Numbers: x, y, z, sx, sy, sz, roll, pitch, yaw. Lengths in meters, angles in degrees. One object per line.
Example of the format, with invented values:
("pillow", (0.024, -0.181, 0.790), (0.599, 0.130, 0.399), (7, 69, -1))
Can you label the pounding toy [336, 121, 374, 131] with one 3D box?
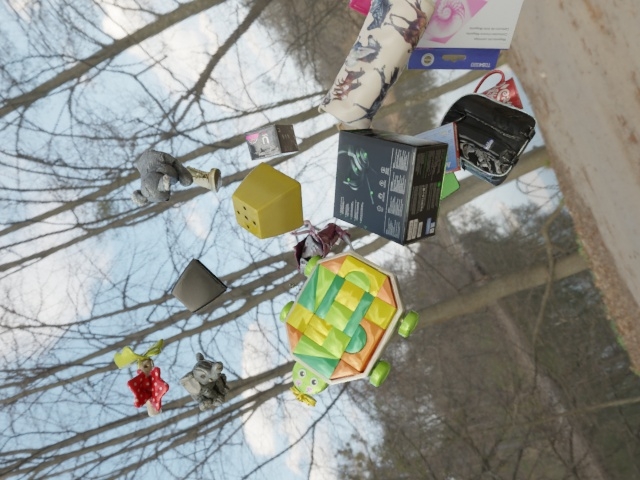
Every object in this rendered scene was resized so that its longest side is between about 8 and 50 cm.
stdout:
("pounding toy", (0.154, -0.496, 1.926), (0.181, 0.094, 0.206), (67, 156, 3))

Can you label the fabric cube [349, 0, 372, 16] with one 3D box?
("fabric cube", (0.279, -0.922, 1.609), (0.254, 0.258, 0.259), (17, -114, -20))

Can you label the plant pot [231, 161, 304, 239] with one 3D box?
("plant pot", (-0.205, -0.128, 1.745), (0.212, 0.187, 0.212), (31, 143, 30))

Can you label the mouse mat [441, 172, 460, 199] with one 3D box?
("mouse mat", (0.396, -0.189, 1.681), (0.152, 0.190, 0.007), (51, -173, -37))

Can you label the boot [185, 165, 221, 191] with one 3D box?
("boot", (-0.525, -0.286, 2.085), (0.213, 0.165, 0.077), (129, 162, -74))

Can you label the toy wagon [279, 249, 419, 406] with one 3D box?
("toy wagon", (0.034, 0.200, 1.007), (0.267, 0.344, 0.068), (29, 180, 25))

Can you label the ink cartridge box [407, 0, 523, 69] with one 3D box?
("ink cartridge box", (0.464, -0.698, 1.505), (0.071, 0.324, 0.330), (-99, 9, -50))

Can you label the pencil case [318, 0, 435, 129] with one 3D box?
("pencil case", (0.146, -0.511, 1.339), (0.183, 0.410, 0.160), (41, -154, 23))

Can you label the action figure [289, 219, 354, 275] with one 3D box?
("action figure", (0.000, 0.000, 2.163), (0.275, 0.248, 0.370), (57, -144, -8))

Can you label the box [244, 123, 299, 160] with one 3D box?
("box", (-0.232, -0.480, 2.297), (0.270, 0.165, 0.143), (-41, -61, -70))

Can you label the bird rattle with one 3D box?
("bird rattle", (-0.478, 0.404, 1.338), (0.253, 0.143, 0.206), (37, 137, 47))

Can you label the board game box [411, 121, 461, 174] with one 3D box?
("board game box", (0.282, -0.244, 1.423), (0.027, 0.281, 0.145), (15, -111, -48))

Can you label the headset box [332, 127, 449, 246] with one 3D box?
("headset box", (0.165, -0.152, 1.232), (0.131, 0.283, 0.246), (-15, -63, -39))

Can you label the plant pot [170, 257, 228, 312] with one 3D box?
("plant pot", (-0.510, 0.198, 1.961), (0.188, 0.167, 0.187), (43, 172, -4))

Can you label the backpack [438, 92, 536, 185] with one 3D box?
("backpack", (0.485, -0.311, 1.422), (0.253, 0.225, 0.191), (32, 180, 12))

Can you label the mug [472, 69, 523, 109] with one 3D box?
("mug", (0.581, -0.478, 1.602), (0.113, 0.169, 0.150), (35, -138, -50))

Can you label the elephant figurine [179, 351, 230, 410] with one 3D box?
("elephant figurine", (-0.435, 0.500, 1.759), (0.169, 0.186, 0.239), (-116, 13, -51))

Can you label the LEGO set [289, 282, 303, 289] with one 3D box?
("LEGO set", (-0.114, 0.209, 2.177), (0.083, 0.054, 0.023), (41, -131, -57))

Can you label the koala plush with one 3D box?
("koala plush", (-0.633, -0.225, 1.819), (0.203, 0.196, 0.221), (59, -163, -33))
